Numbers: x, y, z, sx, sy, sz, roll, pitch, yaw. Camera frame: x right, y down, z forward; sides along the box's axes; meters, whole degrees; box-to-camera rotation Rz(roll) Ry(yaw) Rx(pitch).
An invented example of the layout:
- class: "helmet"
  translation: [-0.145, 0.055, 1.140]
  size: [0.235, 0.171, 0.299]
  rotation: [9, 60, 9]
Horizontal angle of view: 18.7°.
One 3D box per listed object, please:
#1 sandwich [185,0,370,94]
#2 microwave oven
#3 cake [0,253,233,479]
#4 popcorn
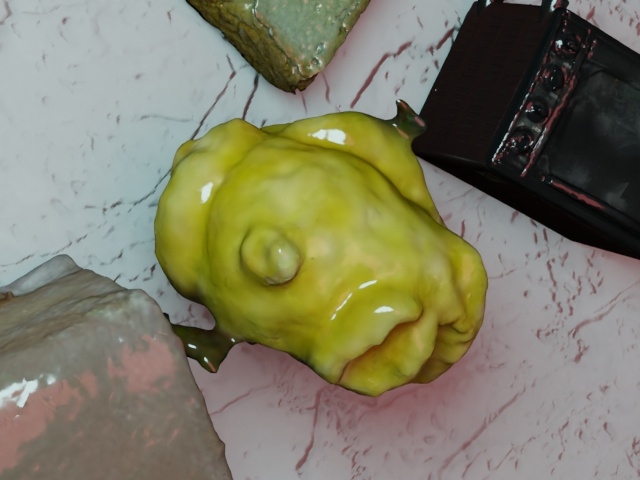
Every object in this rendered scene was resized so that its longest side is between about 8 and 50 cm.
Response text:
- class: "sandwich"
  translation: [-0.051, -0.306, 1.732]
  size: [0.273, 0.095, 0.249]
  rotation: [41, 75, -24]
- class: "microwave oven"
  translation: [0.244, -0.106, 1.852]
  size: [0.247, 0.188, 0.178]
  rotation: [27, 84, -26]
- class: "cake"
  translation: [-0.218, 0.195, 1.635]
  size: [0.230, 0.237, 0.308]
  rotation: [-29, 110, -19]
- class: "popcorn"
  translation: [0.000, 0.000, 1.677]
  size: [0.297, 0.316, 0.281]
  rotation: [33, 100, -21]
